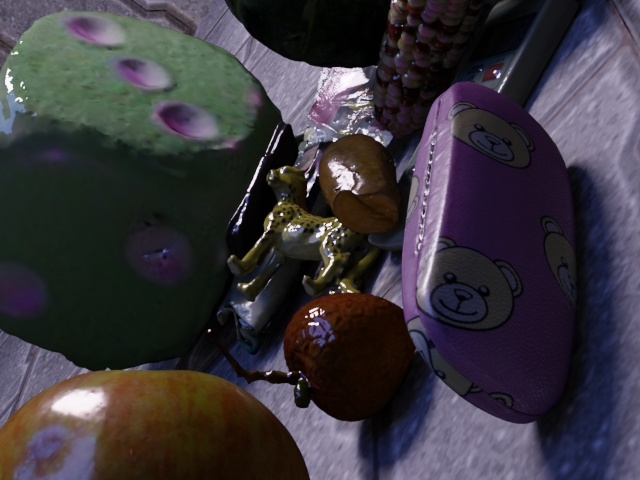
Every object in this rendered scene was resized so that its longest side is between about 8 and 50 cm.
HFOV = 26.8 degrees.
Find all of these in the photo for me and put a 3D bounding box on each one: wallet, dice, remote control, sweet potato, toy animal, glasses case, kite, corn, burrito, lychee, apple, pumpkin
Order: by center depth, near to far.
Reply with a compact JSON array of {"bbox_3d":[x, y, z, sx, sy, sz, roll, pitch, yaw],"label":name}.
[{"bbox_3d":[0.120,-0.004,0.935,0.076,0.123,0.316,-43,20,33],"label":"glasses case"},{"bbox_3d":[-0.129,0.226,0.973,0.264,0.264,0.264,-49,17,21],"label":"apple"},{"bbox_3d":[0.008,0.093,1.069,0.140,0.114,0.101,-30,-18,8],"label":"lychee"},{"bbox_3d":[0.137,-0.110,1.246,0.285,0.038,0.123,-58,17,-11],"label":"remote control"},{"bbox_3d":[0.030,-0.069,1.291,0.077,0.077,0.244,-52,18,12],"label":"sweet potato"},{"bbox_3d":[0.109,-0.219,1.303,0.280,0.092,0.092,104,-175,-48],"label":"corn"},{"bbox_3d":[0.000,0.000,1.311,0.181,0.073,0.136,12,58,41],"label":"toy animal"},{"bbox_3d":[-0.059,-0.047,1.397,0.082,0.018,0.157,76,-147,-60],"label":"wallet"},{"bbox_3d":[0.021,-0.322,1.445,0.207,0.300,0.300,107,-172,-60],"label":"pumpkin"},{"bbox_3d":[0.028,-0.121,1.465,0.204,0.022,0.360,11,62,43],"label":"kite"},{"bbox_3d":[-0.037,-0.009,1.487,0.096,0.066,0.309,-30,32,50],"label":"burrito"},{"bbox_3d":[-0.238,-0.064,1.605,0.322,0.330,0.318,-74,5,-56],"label":"dice"}]

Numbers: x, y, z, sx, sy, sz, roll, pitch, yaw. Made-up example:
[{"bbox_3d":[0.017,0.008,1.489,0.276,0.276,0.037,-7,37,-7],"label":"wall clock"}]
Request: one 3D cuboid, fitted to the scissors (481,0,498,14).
[{"bbox_3d":[0.161,-0.289,1.542,0.118,0.030,0.242,-53,17,11],"label":"scissors"}]
